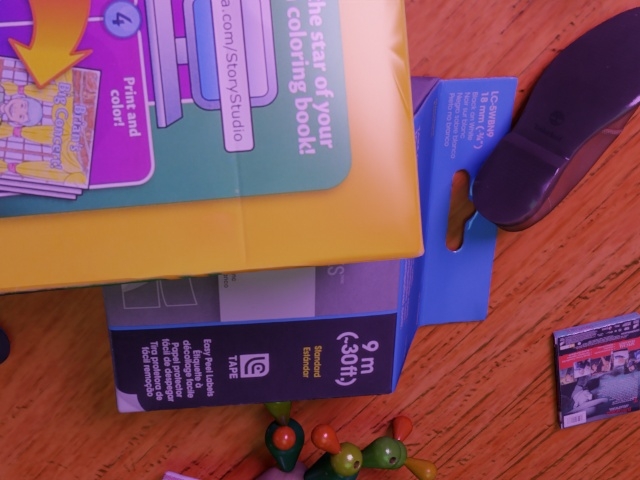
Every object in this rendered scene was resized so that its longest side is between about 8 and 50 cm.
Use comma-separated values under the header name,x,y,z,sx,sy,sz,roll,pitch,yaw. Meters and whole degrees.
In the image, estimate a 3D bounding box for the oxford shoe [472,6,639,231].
name,x,y,z,sx,sy,sz,roll,pitch,yaw
oxford shoe,0.207,-0.095,0.615,0.212,0.076,0.076,-49,150,9

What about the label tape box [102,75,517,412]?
name,x,y,z,sx,sy,sz,roll,pitch,yaw
label tape box,0.000,0.000,0.601,0.333,0.106,0.241,-3,117,-7

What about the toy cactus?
name,x,y,z,sx,sy,sz,roll,pitch,yaw
toy cactus,-0.002,0.213,0.727,0.180,0.112,0.219,-31,121,29

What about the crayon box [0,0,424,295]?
name,x,y,z,sx,sy,sz,roll,pitch,yaw
crayon box,-0.115,-0.159,0.434,0.312,0.106,0.363,-5,94,-7

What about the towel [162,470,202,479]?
name,x,y,z,sx,sy,sz,roll,pitch,yaw
towel,-0.087,0.316,0.764,0.144,0.029,0.197,10,121,13

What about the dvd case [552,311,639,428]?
name,x,y,z,sx,sy,sz,roll,pitch,yaw
dvd case,0.278,0.132,0.762,0.087,0.013,0.120,-14,117,-1

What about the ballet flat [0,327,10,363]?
name,x,y,z,sx,sy,sz,roll,pitch,yaw
ballet flat,-0.351,0.065,0.602,0.203,0.074,0.074,33,108,-22
